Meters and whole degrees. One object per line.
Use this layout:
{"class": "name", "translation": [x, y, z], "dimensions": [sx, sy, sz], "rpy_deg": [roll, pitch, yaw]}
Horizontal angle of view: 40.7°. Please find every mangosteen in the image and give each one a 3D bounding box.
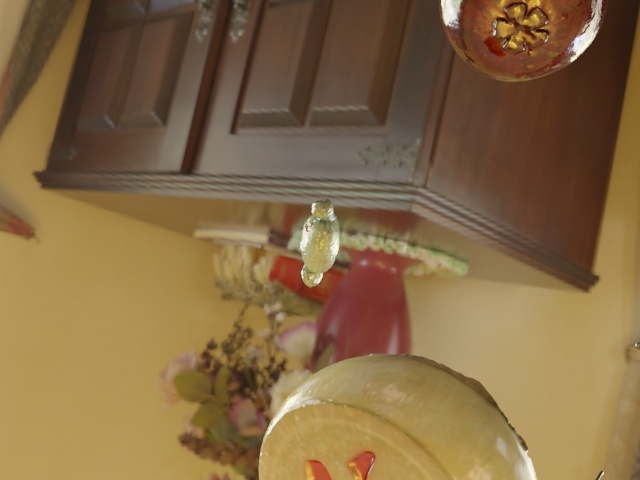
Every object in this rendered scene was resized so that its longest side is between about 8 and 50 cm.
{"class": "mangosteen", "translation": [0.264, -0.334, 1.137], "dimensions": [0.215, 0.258, 0.215], "rpy_deg": [5, 132, 6]}

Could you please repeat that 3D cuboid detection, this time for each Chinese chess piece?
{"class": "Chinese chess piece", "translation": [0.086, 0.294, 0.988], "dimensions": [0.338, 0.338, 0.140], "rpy_deg": [7, -159, 39]}

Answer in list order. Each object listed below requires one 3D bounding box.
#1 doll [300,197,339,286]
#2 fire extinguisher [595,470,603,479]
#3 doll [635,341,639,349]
{"class": "doll", "translation": [0.000, 0.000, 1.608], "dimensions": [0.071, 0.104, 0.214], "rpy_deg": [9, 137, 1]}
{"class": "fire extinguisher", "translation": [0.450, 0.423, 1.449], "dimensions": [0.045, 0.078, 0.157], "rpy_deg": [28, 166, 20]}
{"class": "doll", "translation": [0.620, 0.175, 1.495], "dimensions": [0.151, 0.086, 0.114], "rpy_deg": [-5, 130, -3]}
